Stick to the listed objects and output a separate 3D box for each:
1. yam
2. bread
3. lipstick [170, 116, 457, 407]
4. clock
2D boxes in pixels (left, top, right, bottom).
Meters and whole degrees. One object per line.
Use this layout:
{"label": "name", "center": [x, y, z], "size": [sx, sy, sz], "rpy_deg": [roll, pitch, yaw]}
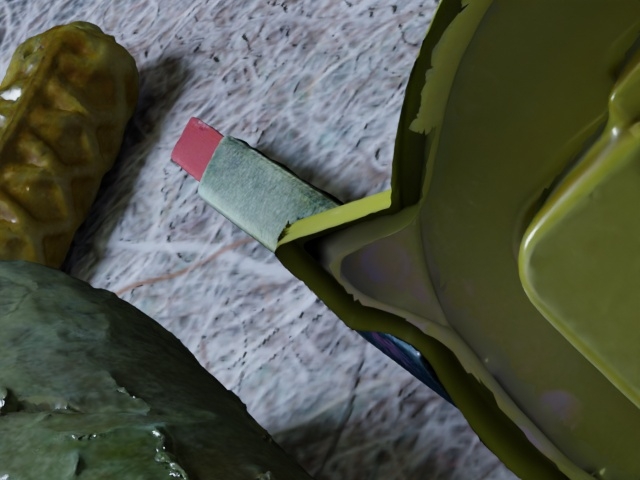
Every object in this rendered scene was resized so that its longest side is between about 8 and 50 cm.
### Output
{"label": "yam", "center": [-0.101, 0.133, 0.805], "size": [0.195, 0.195, 0.300], "rpy_deg": [-47, 36, -6]}
{"label": "bread", "center": [-0.198, 0.017, 1.117], "size": [0.084, 0.077, 0.367], "rpy_deg": [-10, 46, 40]}
{"label": "lipstick", "center": [0.000, 0.000, 0.969], "size": [0.051, 0.051, 0.312], "rpy_deg": [-48, 33, -6]}
{"label": "clock", "center": [0.161, -0.017, 0.647], "size": [0.293, 0.277, 0.071], "rpy_deg": [-37, 11, 20]}
